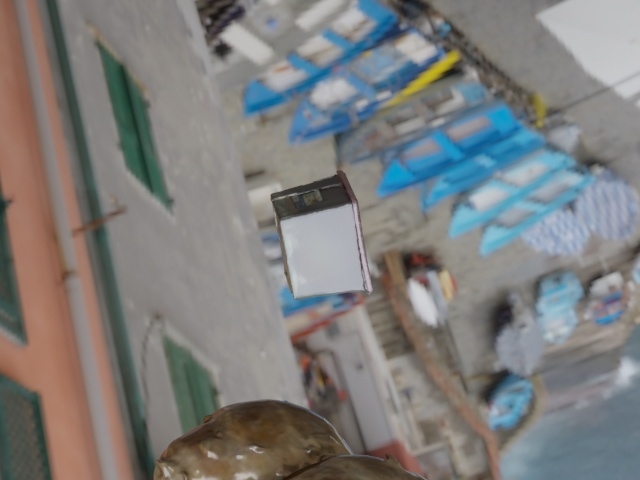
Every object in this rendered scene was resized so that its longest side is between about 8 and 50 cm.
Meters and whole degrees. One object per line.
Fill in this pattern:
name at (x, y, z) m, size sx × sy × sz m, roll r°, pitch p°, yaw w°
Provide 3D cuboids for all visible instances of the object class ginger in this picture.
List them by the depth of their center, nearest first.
ginger at (-0.015, 0.232, 1.179) m, size 0.256 × 0.375 × 0.176 m, roll 15°, pitch 102°, yaw -28°

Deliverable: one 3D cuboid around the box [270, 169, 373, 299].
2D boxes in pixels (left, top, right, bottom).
box at (0.000, 0.000, 1.089) m, size 0.063 × 0.060 × 0.084 m, roll -14°, pitch 119°, yaw -6°
